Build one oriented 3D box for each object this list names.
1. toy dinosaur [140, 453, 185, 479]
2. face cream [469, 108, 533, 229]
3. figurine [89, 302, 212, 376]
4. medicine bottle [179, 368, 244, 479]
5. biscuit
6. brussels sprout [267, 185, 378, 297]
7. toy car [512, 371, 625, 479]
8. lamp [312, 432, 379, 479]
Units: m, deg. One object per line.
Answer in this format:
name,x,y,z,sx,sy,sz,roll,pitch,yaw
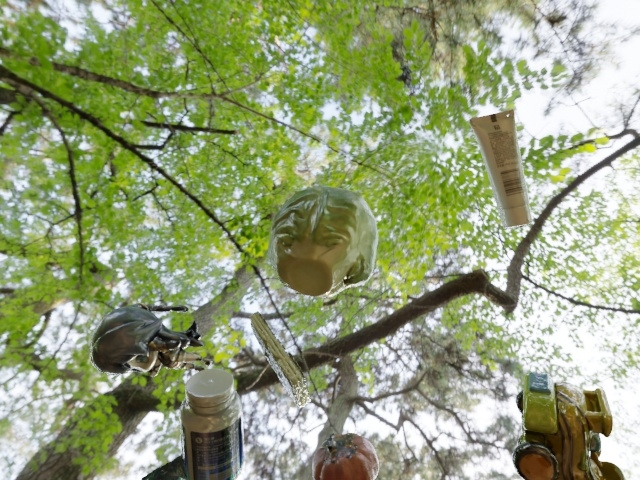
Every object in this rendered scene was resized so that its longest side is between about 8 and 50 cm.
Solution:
toy dinosaur,-0.338,0.540,0.873,0.363,0.076,0.147,-38,-86,8
face cream,0.377,-0.143,0.822,0.092,0.058,0.243,-12,-92,3
figurine,-0.414,0.251,0.984,0.197,0.265,0.175,40,-77,37
medicine bottle,-0.190,0.329,0.703,0.107,0.107,0.191,7,-72,15
biscuit,-0.116,0.319,1.085,0.252,0.052,0.150,46,-25,38
brussels sprout,-0.003,-0.003,0.503,0.155,0.155,0.117,-22,-67,20
toy car,0.370,0.332,0.603,0.143,0.200,0.247,-1,-80,28
lamp,0.063,0.588,1.063,0.182,0.182,0.139,-12,-80,18
